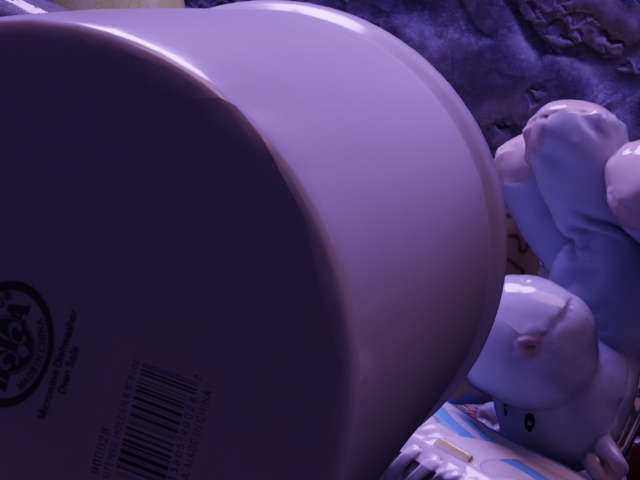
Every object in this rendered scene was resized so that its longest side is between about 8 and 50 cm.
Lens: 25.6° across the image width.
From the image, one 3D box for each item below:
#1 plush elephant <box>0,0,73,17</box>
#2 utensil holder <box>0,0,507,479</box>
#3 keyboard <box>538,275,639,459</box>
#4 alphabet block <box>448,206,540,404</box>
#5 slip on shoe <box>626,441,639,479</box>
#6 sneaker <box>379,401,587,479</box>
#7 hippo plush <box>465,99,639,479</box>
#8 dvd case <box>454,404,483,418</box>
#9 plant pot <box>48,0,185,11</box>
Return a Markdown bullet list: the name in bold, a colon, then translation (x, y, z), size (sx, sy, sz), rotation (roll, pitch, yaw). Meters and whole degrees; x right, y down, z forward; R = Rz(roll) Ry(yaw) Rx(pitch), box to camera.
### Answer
- **plush elephant**: translation (-0.434, -0.143, 1.280), size (0.330, 0.255, 0.272), rotation (29, 21, 7)
- **utensil holder**: translation (-0.082, 0.024, 0.800), size (0.328, 0.327, 0.385), rotation (22, 13, 12)
- **keyboard**: translation (0.196, 0.093, 1.444), size (0.317, 0.033, 0.201), rotation (31, 45, 11)
- **alphabet block**: translation (0.066, 0.032, 1.247), size (0.192, 0.197, 0.193), rotation (10, 2, 39)
- **slip on shoe**: translation (0.300, 0.208, 1.161), size (0.101, 0.123, 0.331), rotation (-1, 3, 22)
- **sneaker**: translation (0.093, 0.171, 1.001), size (0.229, 0.087, 0.092), rotation (19, 13, 9)
- **hippo plush**: translation (0.197, 0.059, 1.115), size (0.234, 0.236, 0.294), rotation (22, -24, 54)
- **dvd case**: translation (0.142, 0.161, 1.335), size (0.087, 0.013, 0.119), rotation (13, 14, -33)
- **plant pot**: translation (-0.245, -0.197, 1.567), size (0.276, 0.253, 0.276), rotation (-3, 12, 1)
